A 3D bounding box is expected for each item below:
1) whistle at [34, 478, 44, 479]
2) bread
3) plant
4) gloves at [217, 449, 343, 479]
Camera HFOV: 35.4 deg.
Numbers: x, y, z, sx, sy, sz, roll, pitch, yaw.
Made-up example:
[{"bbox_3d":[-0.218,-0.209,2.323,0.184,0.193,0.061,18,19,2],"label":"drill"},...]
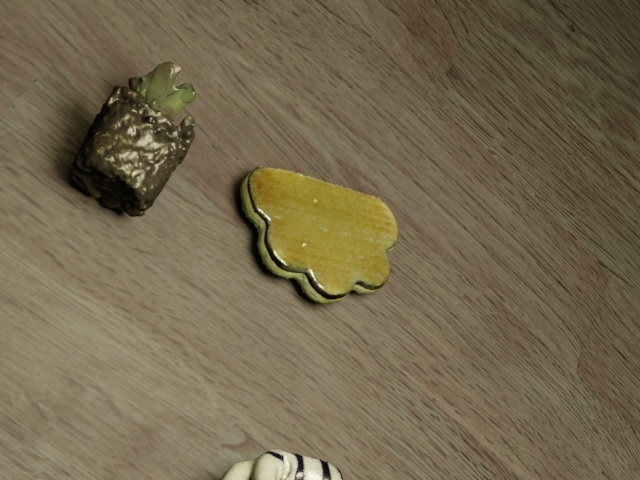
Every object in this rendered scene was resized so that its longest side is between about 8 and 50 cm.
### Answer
[{"bbox_3d":[-0.270,0.386,1.134,0.102,0.106,0.253,-28,80,-10],"label":"whistle"},{"bbox_3d":[0.000,0.000,1.522,0.287,0.056,0.207,17,58,-29],"label":"bread"},{"bbox_3d":[-0.245,-0.140,1.362,0.131,0.142,0.203,26,66,-13],"label":"plant"},{"bbox_3d":[-0.086,0.334,1.275,0.219,0.140,0.131,10,36,-17],"label":"gloves"}]
